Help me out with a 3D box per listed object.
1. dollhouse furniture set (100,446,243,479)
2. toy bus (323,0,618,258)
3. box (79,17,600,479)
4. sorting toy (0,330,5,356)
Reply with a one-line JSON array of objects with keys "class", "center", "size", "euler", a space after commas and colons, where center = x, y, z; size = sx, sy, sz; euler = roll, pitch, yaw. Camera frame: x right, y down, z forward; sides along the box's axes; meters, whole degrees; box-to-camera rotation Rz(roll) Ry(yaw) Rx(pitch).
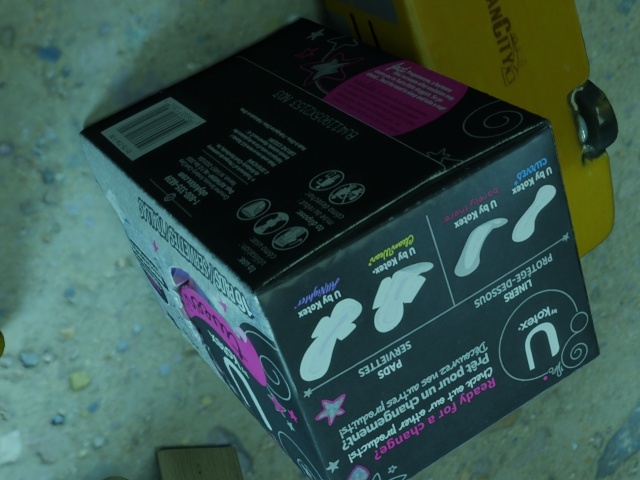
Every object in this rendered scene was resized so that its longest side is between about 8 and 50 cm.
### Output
[{"class": "dollhouse furniture set", "center": [-0.136, 0.228, 0.779], "size": [0.144, 0.123, 0.151], "euler": [4, 143, -31]}, {"class": "toy bus", "center": [0.080, -0.118, 0.692], "size": [0.108, 0.130, 0.333], "euler": [-31, 122, -14]}, {"class": "box", "center": [0.000, 0.000, 0.624], "size": [0.163, 0.247, 0.142], "euler": [-30, 121, -16]}, {"class": "sorting toy", "center": [-0.280, 0.156, 0.642], "size": [0.365, 0.127, 0.126], "euler": [-58, 155, 7]}]
